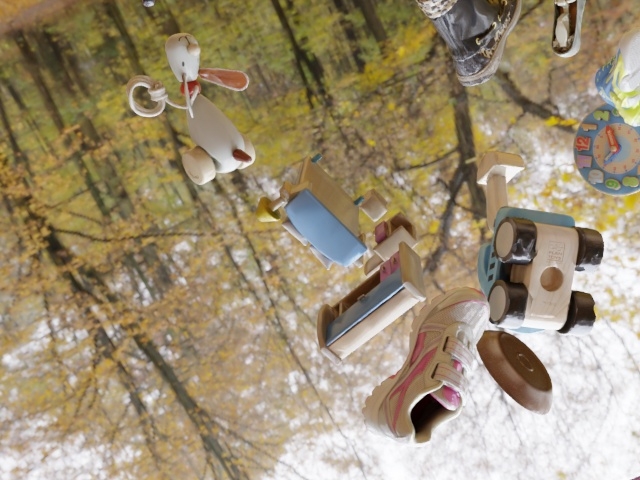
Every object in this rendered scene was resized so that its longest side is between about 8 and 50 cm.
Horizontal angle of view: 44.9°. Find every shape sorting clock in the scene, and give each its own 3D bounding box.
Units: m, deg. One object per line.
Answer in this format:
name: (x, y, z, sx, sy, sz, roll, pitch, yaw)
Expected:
shape sorting clock: (0.644, -0.199, 1.679, 0.040, 0.206, 0.206, -10, -174, -40)

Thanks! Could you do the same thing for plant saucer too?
plant saucer: (0.382, 0.242, 1.488, 0.036, 0.198, 0.198, -47, -170, 24)

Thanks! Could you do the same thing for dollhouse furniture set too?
dollhouse furniture set: (0.000, 0.000, 1.320, 0.198, 0.303, 0.286, -40, -161, 20)

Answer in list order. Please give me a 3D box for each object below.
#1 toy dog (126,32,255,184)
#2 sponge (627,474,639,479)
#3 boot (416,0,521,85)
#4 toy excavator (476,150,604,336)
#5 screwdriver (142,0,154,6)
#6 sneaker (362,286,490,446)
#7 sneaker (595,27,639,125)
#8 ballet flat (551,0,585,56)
toy dog: (-0.235, -0.273, 1.672, 0.161, 0.333, 0.220, 7, -128, 47)
sponge: (0.486, 0.323, 0.962, 0.210, 0.117, 0.031, -29, 171, 14)
boot: (0.363, -0.605, 1.903, 0.138, 0.284, 0.377, -1, -122, 41)
toy excavator: (0.472, -0.006, 1.883, 0.222, 0.432, 0.445, 7, -177, -13)
screwdriver: (-0.281, -0.461, 1.271, 0.025, 0.169, 0.024, -9, 163, 31)
sneaker: (0.169, 0.184, 1.074, 0.252, 0.103, 0.111, -60, -151, -1)
sneaker: (0.578, -0.326, 1.502, 0.091, 0.240, 0.126, -37, -131, -7)
ballet flat: (0.569, -0.531, 1.786, 0.072, 0.213, 0.068, 10, -158, 40)
